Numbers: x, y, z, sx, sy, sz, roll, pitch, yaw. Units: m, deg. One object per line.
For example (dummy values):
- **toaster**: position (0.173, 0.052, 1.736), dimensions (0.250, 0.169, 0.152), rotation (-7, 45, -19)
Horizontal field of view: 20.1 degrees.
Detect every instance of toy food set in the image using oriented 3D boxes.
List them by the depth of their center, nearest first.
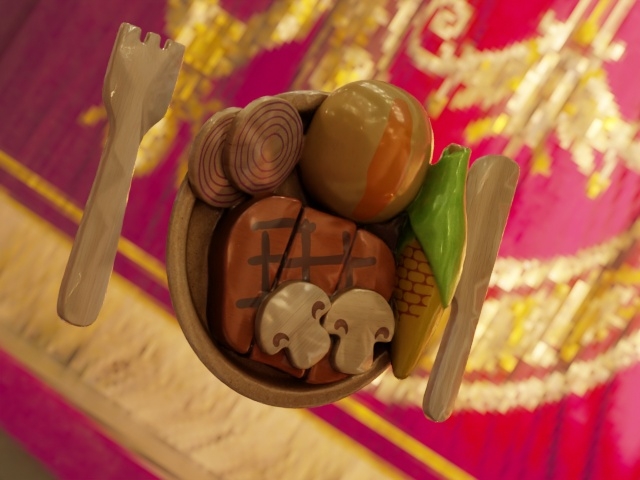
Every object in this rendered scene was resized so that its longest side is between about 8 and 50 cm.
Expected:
- **toy food set**: position (0.000, 0.000, 0.691), dimensions (0.192, 0.132, 0.038), rotation (16, -4, -32)
